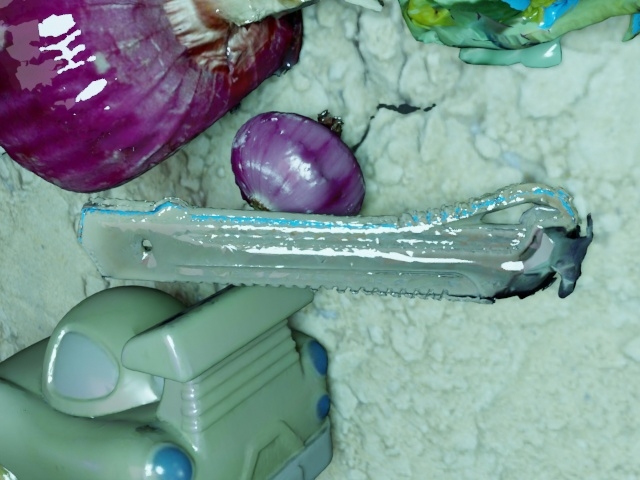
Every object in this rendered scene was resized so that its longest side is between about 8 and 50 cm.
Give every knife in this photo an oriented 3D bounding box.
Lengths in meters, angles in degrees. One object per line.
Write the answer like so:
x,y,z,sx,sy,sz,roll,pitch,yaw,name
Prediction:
0.001,-0.001,0.535,0.366,0.043,0.089,1,103,8,knife

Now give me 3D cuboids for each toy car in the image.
-0.176,0.128,0.668,0.336,0.242,0.226,7,112,34,toy car

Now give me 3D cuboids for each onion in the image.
-0.016,-0.056,0.584,0.115,0.115,0.104,23,75,29,onion
-0.163,-0.173,0.564,0.256,0.230,0.272,57,136,7,onion

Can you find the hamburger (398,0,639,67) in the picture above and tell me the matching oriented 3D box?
0.109,-0.215,0.393,0.276,0.151,0.260,-38,81,40,hamburger
